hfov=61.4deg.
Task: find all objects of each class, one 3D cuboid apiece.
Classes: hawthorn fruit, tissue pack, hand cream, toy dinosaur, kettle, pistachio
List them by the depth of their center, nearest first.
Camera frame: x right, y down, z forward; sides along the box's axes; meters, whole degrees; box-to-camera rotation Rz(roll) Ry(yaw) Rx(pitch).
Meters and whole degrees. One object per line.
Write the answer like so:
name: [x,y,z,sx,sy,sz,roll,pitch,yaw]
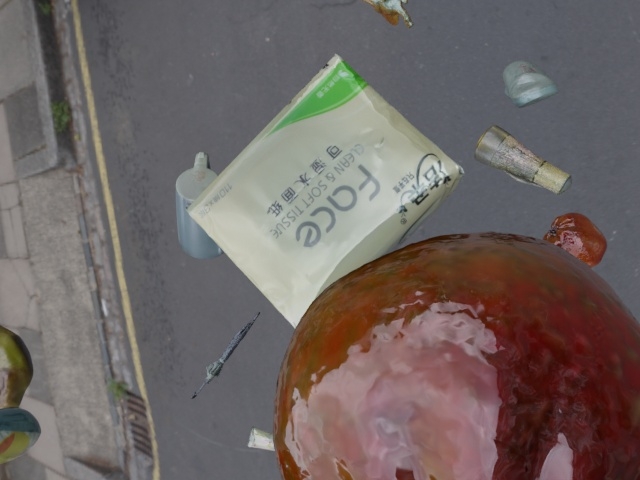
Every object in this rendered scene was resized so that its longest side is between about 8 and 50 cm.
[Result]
hawthorn fruit: [0.154,0.159,0.555,0.402,0.402,0.403,11,106,42]
tissue pack: [0.008,-0.082,1.011,0.405,0.205,0.332,-45,80,5]
pistachio: [-0.639,0.247,1.093,0.189,0.100,0.110,63,163,3]
hand cream: [0.425,-0.161,1.123,0.203,0.084,0.084,35,121,22]
hawthorn fruit: [0.609,0.006,1.283,0.138,0.133,0.133,30,124,-1]
toy dinosaur: [0.157,-0.576,1.319,0.057,0.212,0.142,-42,110,5]
kettle: [-0.318,-0.103,1.485,0.243,0.159,0.211,99,176,-54]
hand cream: [-0.150,0.617,1.653,0.039,0.143,0.061,161,125,-81]

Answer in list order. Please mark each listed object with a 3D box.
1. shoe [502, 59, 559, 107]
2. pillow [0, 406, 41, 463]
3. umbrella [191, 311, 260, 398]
shoe: [0.490,-0.383,1.287,0.103,0.251,0.100,-16,106,13]
pillow: [-0.566,0.304,0.842,0.233,0.214,0.086,-9,66,23]
umbrella: [-0.237,0.285,1.352,0.044,0.044,0.269,37,83,13]
